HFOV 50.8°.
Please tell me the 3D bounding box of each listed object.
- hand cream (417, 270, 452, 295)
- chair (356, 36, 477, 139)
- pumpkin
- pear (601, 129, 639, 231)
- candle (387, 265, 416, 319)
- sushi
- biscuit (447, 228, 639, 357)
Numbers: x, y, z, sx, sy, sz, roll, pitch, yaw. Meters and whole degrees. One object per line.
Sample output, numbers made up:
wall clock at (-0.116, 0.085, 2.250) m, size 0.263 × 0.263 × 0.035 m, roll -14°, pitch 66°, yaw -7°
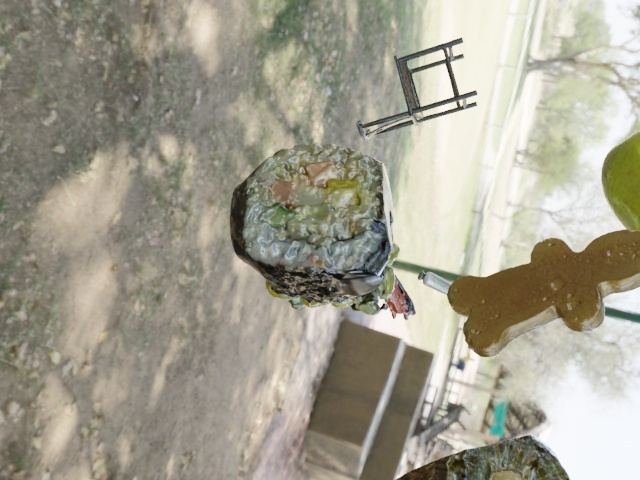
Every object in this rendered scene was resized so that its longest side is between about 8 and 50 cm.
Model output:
hand cream at (0.382, 0.143, 2.017) m, size 0.042 × 0.195 × 0.067 m, roll -61°, pitch -169°, yaw 24°
chair at (0.200, -0.323, 1.474) m, size 0.154 × 0.260 × 0.141 m, roll -1°, pitch 76°, yaw -77°
pumpkin at (0.251, 0.428, 1.107) m, size 0.317 × 0.139 × 0.221 m, roll -5°, pitch 148°, yaw -31°
pear at (0.723, -0.124, 1.383) m, size 0.239 × 0.318 × 0.342 m, roll -5°, pitch 121°, yaw -28°
candle at (0.207, 0.124, 1.997) m, size 0.084 × 0.059 × 0.301 m, roll -46°, pitch 124°, yaw -31°
sushi at (0.000, 0.000, 1.378) m, size 0.285 × 0.329 × 0.327 m, roll 80°, pitch 6°, yaw -55°
biscuit at (0.340, 0.072, 0.979) m, size 0.049 × 0.302 × 0.196 m, roll 56°, pitch 16°, yaw -32°
